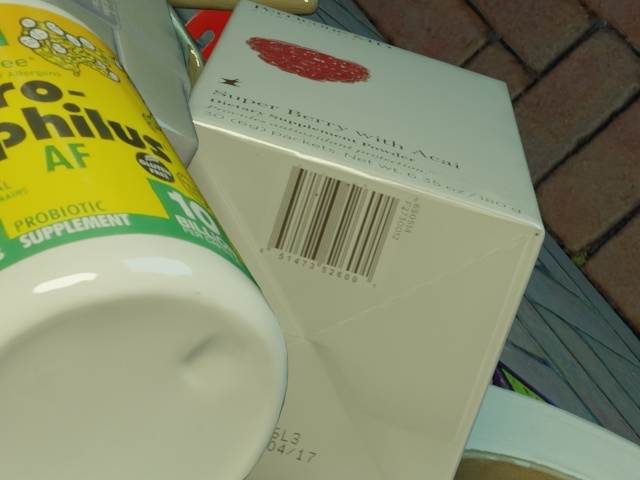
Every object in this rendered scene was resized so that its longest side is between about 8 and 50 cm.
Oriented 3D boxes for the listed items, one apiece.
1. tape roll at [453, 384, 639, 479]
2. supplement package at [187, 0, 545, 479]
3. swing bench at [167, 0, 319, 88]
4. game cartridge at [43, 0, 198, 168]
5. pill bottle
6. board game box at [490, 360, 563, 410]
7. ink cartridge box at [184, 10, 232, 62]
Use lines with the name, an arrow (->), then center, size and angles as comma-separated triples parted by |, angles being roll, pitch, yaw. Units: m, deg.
tape roll -> 0.121, 0.194, 0.904 | 0.392, 0.072, 0.392 | 20, 19, -7
supplement package -> 0.000, 0.000, 0.909 | 0.177, 0.175, 0.293 | 17, 18, -3
swing bench -> -0.168, -0.143, 1.117 | 0.254, 0.165, 0.253 | 23, 8, 12
game cartridge -> -0.176, -0.156, 0.779 | 0.230, 0.068, 0.355 | 34, 20, -29
pill bottle -> -0.100, -0.007, 0.542 | 0.117, 0.117, 0.208 | 35, 15, -43
board game box -> 0.255, 0.259, 1.547 | 0.208, 0.056, 0.347 | 34, 17, -31
ink cartridge box -> -0.040, -0.100, 1.510 | 0.231, 0.134, 0.078 | 39, 14, -28
